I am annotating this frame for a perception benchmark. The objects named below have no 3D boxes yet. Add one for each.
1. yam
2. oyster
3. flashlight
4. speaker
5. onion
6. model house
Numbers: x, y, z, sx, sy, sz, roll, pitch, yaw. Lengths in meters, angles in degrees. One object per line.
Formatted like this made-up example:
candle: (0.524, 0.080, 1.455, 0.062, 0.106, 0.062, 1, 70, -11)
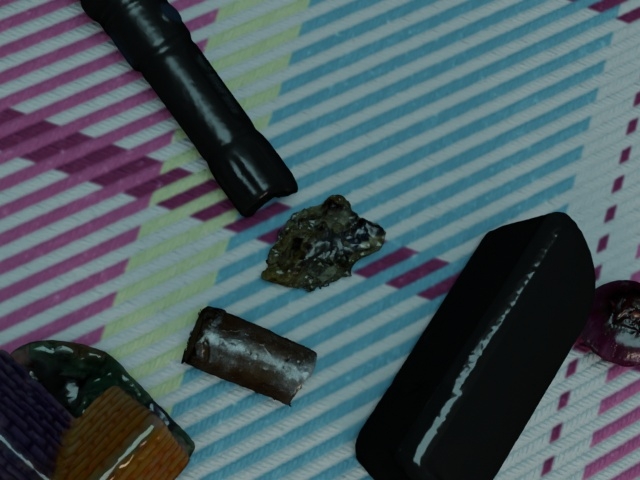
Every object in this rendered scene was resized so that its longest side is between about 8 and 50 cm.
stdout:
yam: (-0.082, 0.132, 1.254, 0.141, 0.079, 0.079, 24, 76, -8)
oyster: (-0.003, 0.008, 1.308, 0.148, 0.051, 0.103, -42, 82, -5)
flashlight: (-0.176, -0.211, 1.292, 0.103, 0.103, 0.424, -36, 88, -15)
speaker: (0.201, 0.174, 1.258, 0.184, 0.180, 0.388, 36, 76, -10)
onion: (0.373, 0.098, 1.338, 0.115, 0.104, 0.115, 3, 62, -5)
model house: (-0.261, 0.207, 1.120, 0.202, 0.237, 0.237, -42, 89, -14)
